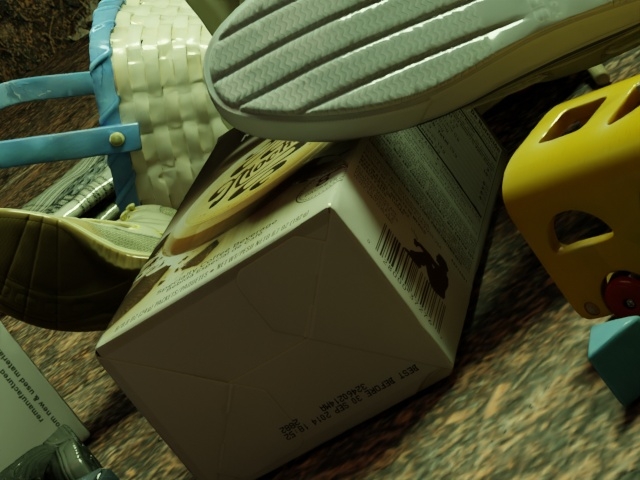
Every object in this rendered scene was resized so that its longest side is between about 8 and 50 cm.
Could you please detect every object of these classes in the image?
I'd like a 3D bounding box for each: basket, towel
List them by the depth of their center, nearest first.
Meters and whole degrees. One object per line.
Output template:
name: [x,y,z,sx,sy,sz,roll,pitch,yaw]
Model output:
basket: [-0.181,-0.119,1.656,0.289,0.201,0.255,-2,20,6]
towel: [-0.274,-0.042,1.986,0.324,0.056,0.312,-43,16,-21]

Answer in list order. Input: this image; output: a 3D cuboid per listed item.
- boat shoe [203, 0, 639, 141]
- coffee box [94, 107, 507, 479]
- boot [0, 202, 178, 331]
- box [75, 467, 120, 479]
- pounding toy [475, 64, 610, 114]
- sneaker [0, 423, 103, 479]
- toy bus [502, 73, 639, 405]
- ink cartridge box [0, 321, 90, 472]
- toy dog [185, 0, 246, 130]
boat shoe: [0.088,-0.113,1.009,0.302,0.109,0.094,-16,-24,4]
coffee box: [0.000,0.000,1.098,0.168,0.119,0.297,-31,16,23]
boot: [-0.157,0.012,1.322,0.165,0.213,0.077,-110,32,-76]
box: [-0.214,0.232,0.994,0.233,0.059,0.183,-28,18,28]
pounding toy: [0.155,-0.152,1.299,0.130,0.100,0.141,-48,7,-37]
sneaker: [-0.179,0.162,1.155,0.089,0.051,0.170,-39,10,-8]
toy bus: [0.179,-0.039,0.836,0.202,0.104,0.191,-36,15,5]
ink cartridge box: [-0.332,0.177,1.311,0.289,0.121,0.211,-41,15,-16]
toy dog: [0.049,-0.278,1.212,0.395,0.284,0.408,-29,-3,-21]
